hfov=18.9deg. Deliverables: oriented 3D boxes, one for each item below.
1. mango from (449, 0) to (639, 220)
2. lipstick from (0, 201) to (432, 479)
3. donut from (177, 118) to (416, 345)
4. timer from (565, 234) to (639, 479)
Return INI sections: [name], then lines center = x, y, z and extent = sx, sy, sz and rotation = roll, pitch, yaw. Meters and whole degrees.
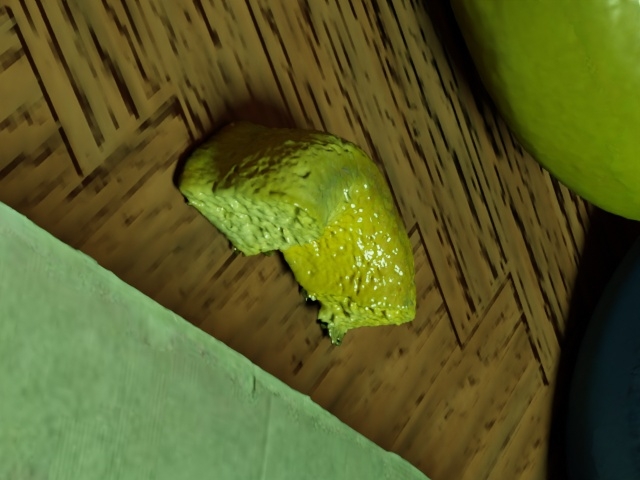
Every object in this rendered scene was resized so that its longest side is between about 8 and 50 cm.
[mango]
center = 0.098, -0.174, 0.656
extent = 0.195, 0.142, 0.332
rotation = 5, 83, -54
[lipstick]
center = -0.015, 0.083, 0.492
extent = 0.317, 0.068, 0.066
rotation = 39, 54, -50
[donut]
center = 0.000, 0.000, 0.561
extent = 0.067, 0.038, 0.083
rotation = -49, 124, -54
[timer]
center = 0.289, 0.144, 0.798
extent = 0.383, 0.270, 0.270
rotation = 51, 44, -45
